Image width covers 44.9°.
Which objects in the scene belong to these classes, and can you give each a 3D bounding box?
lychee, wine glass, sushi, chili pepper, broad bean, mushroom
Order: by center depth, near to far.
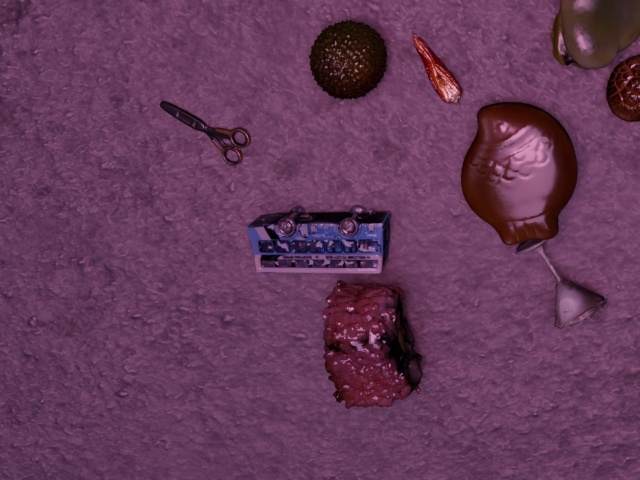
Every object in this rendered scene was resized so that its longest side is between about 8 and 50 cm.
[{"bbox_3d":[0.510,-0.417,1.411,0.169,0.100,0.228,41,100,-9],"label":"broad bean"},{"bbox_3d":[0.588,-0.282,1.432,0.109,0.085,0.126,6,102,13],"label":"mushroom"},{"bbox_3d":[0.049,-0.351,1.508,0.171,0.171,0.171,4,107,13],"label":"lychee"},{"bbox_3d":[0.227,-0.339,1.538,0.045,0.027,0.178,-35,96,17],"label":"chili pepper"},{"bbox_3d":[0.476,0.072,1.561,0.122,0.122,0.183,-33,90,21],"label":"wine glass"},{"bbox_3d":[0.114,0.207,1.628,0.170,0.237,0.270,-7,120,22],"label":"sushi"}]

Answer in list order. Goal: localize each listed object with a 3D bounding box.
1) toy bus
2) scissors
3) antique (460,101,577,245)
[{"bbox_3d":[0.000,0.000,1.661,0.297,0.106,0.131,1,109,16],"label":"toy bus"},{"bbox_3d":[-0.257,-0.247,1.697,0.220,0.017,0.088,30,115,4],"label":"scissors"},{"bbox_3d":[0.381,-0.134,1.499,0.223,0.129,0.278,-16,97,21],"label":"antique"}]
